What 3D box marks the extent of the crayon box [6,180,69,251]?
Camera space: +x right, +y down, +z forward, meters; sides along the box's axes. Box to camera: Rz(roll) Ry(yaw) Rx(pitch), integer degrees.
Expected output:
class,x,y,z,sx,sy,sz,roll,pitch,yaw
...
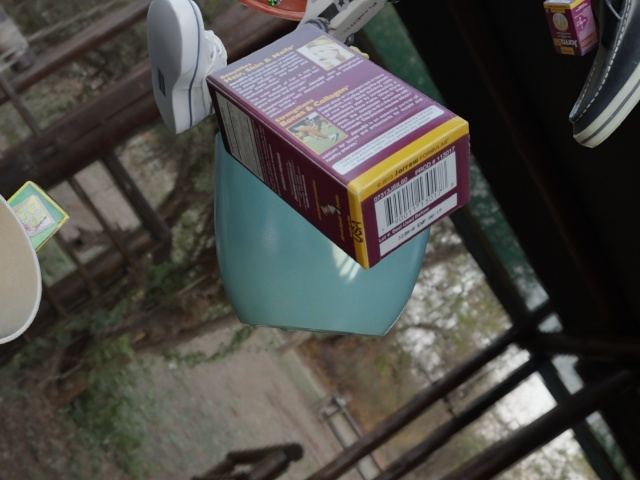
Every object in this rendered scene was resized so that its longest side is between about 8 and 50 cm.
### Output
class,x,y,z,sx,sy,sz,roll,pitch,yaw
crayon box,-0.623,0.053,1.778,0.106,0.363,0.313,45,-8,-13

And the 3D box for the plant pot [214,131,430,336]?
class,x,y,z,sx,sy,sz,roll,pitch,yaw
plant pot,0.000,0.000,1.222,0.293,0.293,0.235,80,15,-84

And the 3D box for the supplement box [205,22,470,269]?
class,x,y,z,sx,sy,sz,roll,pitch,yaw
supplement box,0.011,-0.077,0.730,0.188,0.104,0.080,41,-27,37

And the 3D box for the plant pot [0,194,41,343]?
class,x,y,z,sx,sy,sz,roll,pitch,yaw
plant pot,-0.552,0.068,1.247,0.256,0.274,0.256,46,28,-33

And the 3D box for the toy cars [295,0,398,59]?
class,x,y,z,sx,sy,sz,roll,pitch,yaw
toy cars,0.001,-0.280,1.347,0.087,0.176,0.393,54,-26,9

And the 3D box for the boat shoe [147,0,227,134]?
class,x,y,z,sx,sy,sz,roll,pitch,yaw
boat shoe,-0.160,-0.226,1.195,0.095,0.084,0.258,61,-19,12

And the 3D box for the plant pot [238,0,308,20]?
class,x,y,z,sx,sy,sz,roll,pitch,yaw
plant pot,-0.026,-0.528,1.478,0.272,0.272,0.265,55,-33,26

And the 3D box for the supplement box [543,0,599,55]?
class,x,y,z,sx,sy,sz,roll,pitch,yaw
supplement box,0.370,-0.320,1.423,0.055,0.043,0.083,21,-39,53

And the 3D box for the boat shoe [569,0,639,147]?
class,x,y,z,sx,sy,sz,roll,pitch,yaw
boat shoe,0.461,-0.383,1.421,0.156,0.500,0.187,20,10,3

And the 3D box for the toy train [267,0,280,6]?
class,x,y,z,sx,sy,sz,roll,pitch,yaw
toy train,-0.066,-0.292,1.045,0.083,0.017,0.024,61,-12,-6
